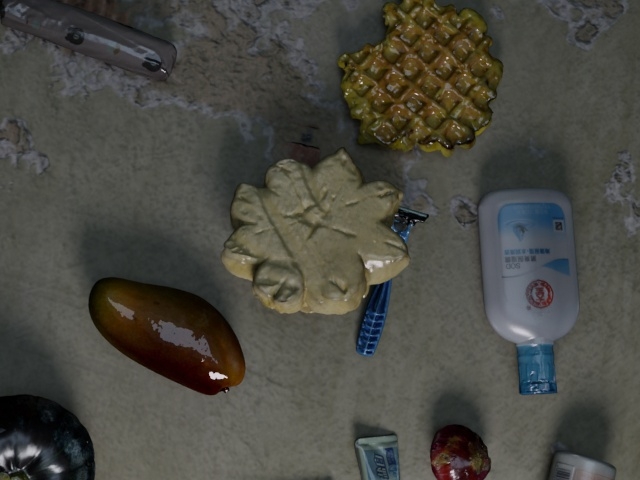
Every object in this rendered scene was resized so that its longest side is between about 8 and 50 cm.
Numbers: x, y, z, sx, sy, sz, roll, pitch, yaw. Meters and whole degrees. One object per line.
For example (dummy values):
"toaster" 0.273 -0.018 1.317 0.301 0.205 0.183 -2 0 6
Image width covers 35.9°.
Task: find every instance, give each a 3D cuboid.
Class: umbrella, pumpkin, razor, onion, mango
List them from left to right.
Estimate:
"pumpkin" -0.441 0.337 1.421 0.233 0.163 0.233 0 88 -15
"umbrella" -0.398 -0.344 1.607 0.337 0.067 0.073 19 64 -4
"mango" -0.231 0.138 1.516 0.267 0.111 0.133 30 93 -3
"razor" 0.106 0.066 1.613 0.082 0.042 0.253 15 79 5
"onion" 0.216 0.343 1.554 0.107 0.097 0.107 24 50 -33

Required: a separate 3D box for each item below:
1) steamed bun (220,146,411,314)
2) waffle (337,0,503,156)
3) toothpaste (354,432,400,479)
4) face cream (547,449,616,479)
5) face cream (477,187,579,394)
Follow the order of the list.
"steamed bun" 0.000 0.000 1.560 0.292 0.137 0.295 9 60 6
"waffle" 0.168 -0.283 1.682 0.282 0.058 0.300 18 76 -5
"toothpaste" 0.104 0.440 1.543 0.069 0.047 0.268 -8 77 3
"face cream" 0.388 0.463 1.548 0.101 0.101 0.251 18 78 -4
"face cream" 0.345 0.084 1.624 0.163 0.080 0.336 0 79 -7
